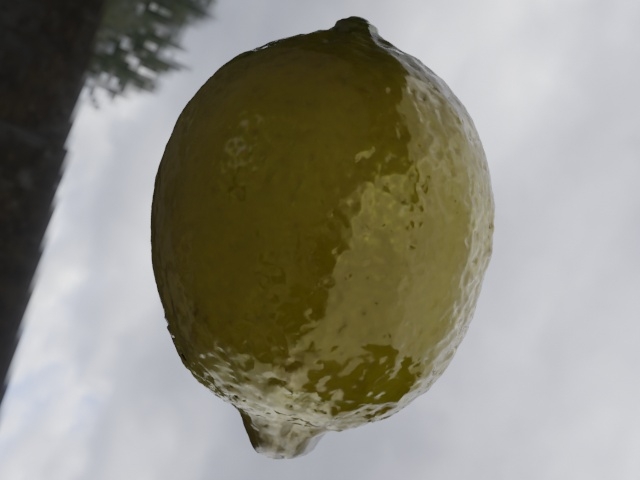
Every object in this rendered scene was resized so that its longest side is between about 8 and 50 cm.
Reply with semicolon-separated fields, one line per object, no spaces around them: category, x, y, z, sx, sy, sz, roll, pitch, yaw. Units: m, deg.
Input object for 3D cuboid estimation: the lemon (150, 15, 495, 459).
lemon;0.000;0.000;1.228;0.245;0.245;0.320;-151;-110;-67
